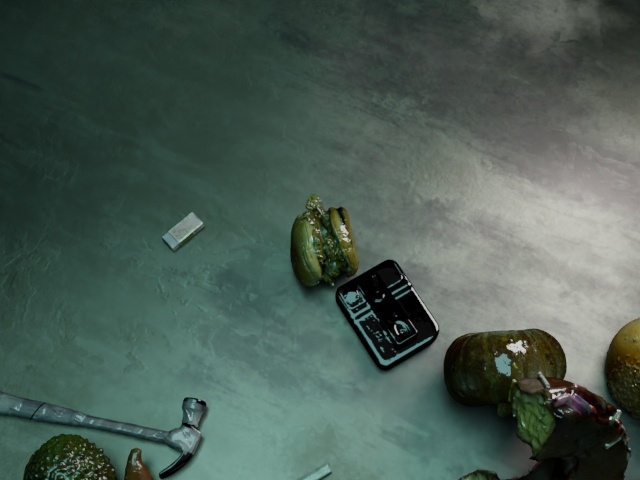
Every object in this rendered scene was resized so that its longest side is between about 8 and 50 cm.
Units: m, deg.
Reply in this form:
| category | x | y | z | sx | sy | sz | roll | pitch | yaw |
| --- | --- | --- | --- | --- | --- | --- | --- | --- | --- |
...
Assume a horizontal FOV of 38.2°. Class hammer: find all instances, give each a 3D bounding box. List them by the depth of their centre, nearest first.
| category | x | y | z | sx | sy | sz | roll | pitch | yaw |
| --- | --- | --- | --- | --- | --- | --- | --- | --- | --- |
| hammer | -0.430 | 0.330 | 1.731 | 0.426 | 0.044 | 0.152 | 12 | 68 | 8 |

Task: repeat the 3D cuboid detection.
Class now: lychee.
| category | x | y | z | sx | sy | sz | roll | pitch | yaw |
| --- | --- | --- | --- | --- | --- | --- | --- | --- | --- |
| lychee | -0.439 | 0.423 | 1.631 | 0.171 | 0.171 | 0.171 | -1 | 66 | 1 |

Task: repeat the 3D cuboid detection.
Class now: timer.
| category | x | y | z | sx | sy | sz | roll | pitch | yaw |
| --- | --- | --- | --- | --- | --- | --- | --- | --- | --- |
| timer | 0.130 | 0.140 | 1.787 | 0.144 | 0.055 | 0.187 | -29 | 69 | -11 |

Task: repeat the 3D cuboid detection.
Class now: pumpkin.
| category | x | y | z | sx | sy | sz | roll | pitch | yaw |
| --- | --- | --- | --- | --- | --- | --- | --- | --- | --- |
| pumpkin | 0.322 | 0.239 | 1.658 | 0.218 | 0.219 | 0.163 | -6 | 88 | -1 |

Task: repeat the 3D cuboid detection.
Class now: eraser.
| category | x | y | z | sx | sy | sz | roll | pitch | yaw |
| --- | --- | --- | --- | --- | --- | --- | --- | --- | --- |
| eraser | -0.280 | -0.018 | 1.887 | 0.083 | 0.019 | 0.038 | -41 | 73 | -14 |

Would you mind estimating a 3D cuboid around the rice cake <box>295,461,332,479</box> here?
| category | x | y | z | sx | sy | sz | roll | pitch | yaw |
| --- | --- | --- | --- | --- | --- | --- | --- | --- | --- |
| rice cake | -0.034 | 0.442 | 1.679 | 0.121 | 0.022 | 0.022 | -28 | 64 | -12 |

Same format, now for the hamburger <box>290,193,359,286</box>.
| category | x | y | z | sx | sy | sz | roll | pitch | yaw |
| --- | --- | --- | --- | --- | --- | --- | --- | --- | --- |
| hamburger | 0.000 | 0.000 | 1.798 | 0.131 | 0.159 | 0.185 | -10 | 86 | 1 |

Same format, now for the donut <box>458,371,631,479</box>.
| category | x | y | z | sx | sy | sz | roll | pitch | yaw |
| --- | --- | --- | --- | --- | --- | --- | --- | --- | --- |
| donut | 0.381 | 0.383 | 1.566 | 0.259 | 0.345 | 0.136 | 14 | 21 | -29 |

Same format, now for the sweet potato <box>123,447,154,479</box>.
| category | x | y | z | sx | sy | sz | roll | pitch | yaw |
| --- | --- | --- | --- | --- | --- | --- | --- | --- | --- |
| sweet potato | -0.318 | 0.540 | 1.598 | 0.112 | 0.112 | 0.359 | -2 | 71 | 1 |

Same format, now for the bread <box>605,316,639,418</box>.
| category | x | y | z | sx | sy | sz | roll | pitch | yaw |
| --- | --- | --- | --- | --- | --- | --- | --- | --- | --- |
| bread | 0.653 | 0.265 | 1.642 | 0.171 | 0.192 | 0.314 | -39 | 71 | -16 |
